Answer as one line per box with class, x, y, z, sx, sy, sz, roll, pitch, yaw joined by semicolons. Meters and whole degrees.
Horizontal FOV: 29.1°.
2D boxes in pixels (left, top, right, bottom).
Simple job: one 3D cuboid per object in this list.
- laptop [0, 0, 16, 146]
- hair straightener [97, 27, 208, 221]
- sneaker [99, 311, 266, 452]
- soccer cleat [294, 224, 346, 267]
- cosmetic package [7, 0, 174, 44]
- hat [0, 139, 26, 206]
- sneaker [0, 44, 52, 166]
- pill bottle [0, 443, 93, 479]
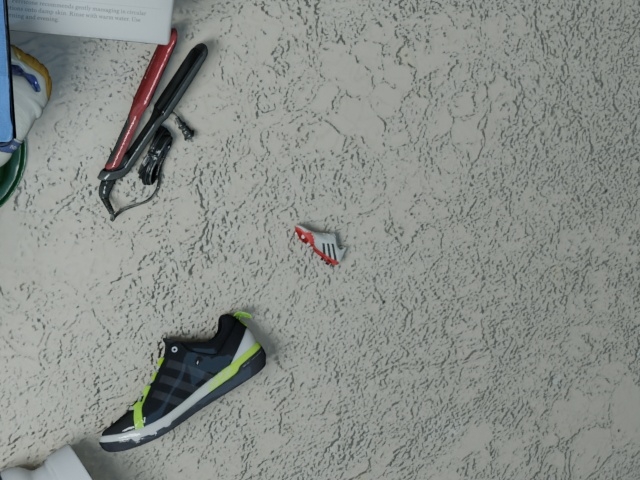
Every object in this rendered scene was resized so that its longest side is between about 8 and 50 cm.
laptop;-0.453;-0.279;0.951;0.236;0.408;0.382;-10;79;15
hair straightener;-0.183;-0.123;1.414;0.089;0.047;0.230;22;95;-28
sneaker;-0.177;0.166;1.500;0.235;0.084;0.097;-32;92;-15
soccer cleat;0.000;0.000;1.549;0.083;0.029;0.035;41;77;-32
cosmetic package;-0.243;-0.393;1.245;0.197;0.155;0.365;2;103;-27
hat;-0.369;-0.065;1.265;0.173;0.183;0.208;-15;111;-21
sneaker;-0.420;-0.175;1.213;0.296;0.112;0.131;27;79;-12
pill bottle;-0.368;0.354;1.408;0.265;0.153;0.153;-31;116;-13
